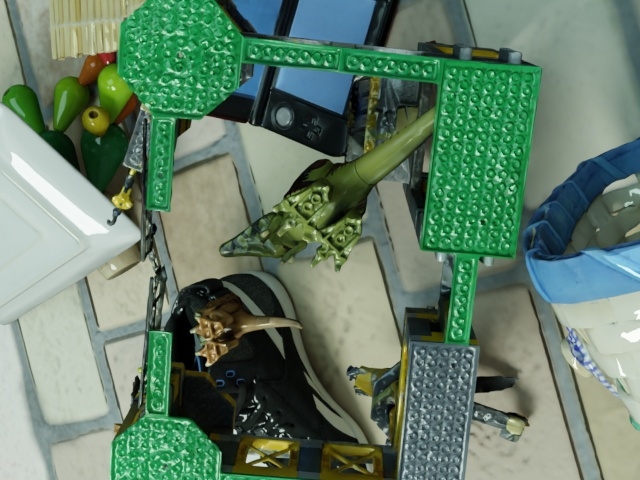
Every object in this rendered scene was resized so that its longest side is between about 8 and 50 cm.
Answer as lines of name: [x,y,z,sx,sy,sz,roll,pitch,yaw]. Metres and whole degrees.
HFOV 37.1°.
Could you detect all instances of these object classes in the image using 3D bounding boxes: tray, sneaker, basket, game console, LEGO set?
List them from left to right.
tray: [-0.264,-0.002,0.767,0.145,0.030,0.270,46,138,-17]
sneaker: [-0.045,0.128,0.667,0.079,0.121,0.217,-35,76,31]
game console: [-0.029,-0.141,0.650,0.124,0.085,0.144,26,109,28]
LEGO set: [0.000,0.000,0.569,0.254,0.192,0.331,-3,104,3]
basket: [0.188,-0.040,0.426,0.201,0.255,0.289,-13,98,25]

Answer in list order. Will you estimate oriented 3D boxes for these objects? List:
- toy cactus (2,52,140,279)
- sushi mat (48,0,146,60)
toy cactus: [-0.208,-0.052,0.774,0.219,0.112,0.181,-33,87,22]
sushi mat: [-0.127,-0.277,0.590,0.151,0.019,0.317,-2,94,33]
